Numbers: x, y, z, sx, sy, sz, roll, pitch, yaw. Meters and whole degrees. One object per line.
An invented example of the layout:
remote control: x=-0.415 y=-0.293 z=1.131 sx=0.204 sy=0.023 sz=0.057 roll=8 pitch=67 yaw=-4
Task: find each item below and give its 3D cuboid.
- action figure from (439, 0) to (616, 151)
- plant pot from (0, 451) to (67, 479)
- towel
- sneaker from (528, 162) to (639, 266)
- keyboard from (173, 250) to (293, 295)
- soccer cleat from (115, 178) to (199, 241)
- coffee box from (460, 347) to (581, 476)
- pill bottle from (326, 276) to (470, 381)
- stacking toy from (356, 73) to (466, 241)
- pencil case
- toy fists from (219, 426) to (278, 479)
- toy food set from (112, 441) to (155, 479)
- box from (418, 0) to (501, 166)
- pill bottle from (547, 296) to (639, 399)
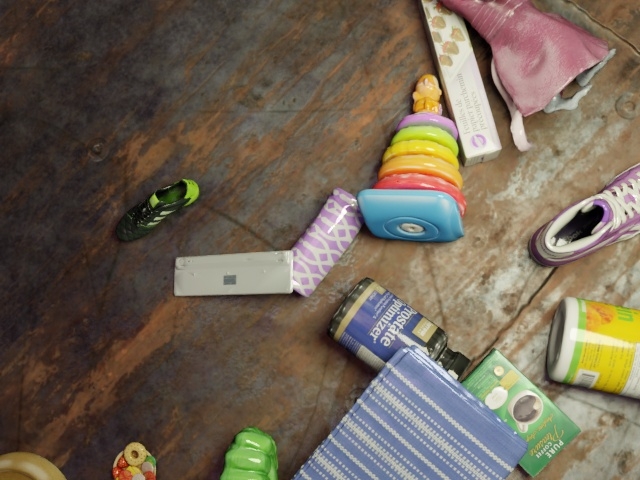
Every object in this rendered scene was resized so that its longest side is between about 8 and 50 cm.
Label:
action figure: x=0.301 y=-0.371 z=1.137 sx=0.370 sy=0.248 sz=0.275 roll=41 pitch=110 yaw=2
plant pot: x=-0.556 y=0.504 z=1.219 sx=0.236 sy=0.032 sz=0.236 roll=-1 pitch=82 yaw=9
towel: x=0.120 y=0.355 z=1.036 sx=0.243 sy=0.040 sz=0.336 roll=40 pitch=97 yaw=7
sneaker: x=0.473 y=-0.049 z=1.077 sx=0.282 sy=0.161 sz=0.102 roll=-34 pitch=77 yaw=1
keyboard: x=-0.158 y=0.060 z=1.191 sx=0.256 sy=0.014 sz=0.072 roll=-4 pitch=86 yaw=29
soccer cleat: x=-0.307 y=-0.060 z=1.243 sx=0.179 sy=0.072 sz=0.060 roll=-32 pitch=78 yaw=3
coffee box: x=0.317 y=0.280 z=1.112 sx=0.184 sy=0.040 sz=0.113 roll=43 pitch=90 yaw=13
pill bottle: x=0.129 y=0.169 z=1.116 sx=0.219 sy=0.123 sz=0.122 roll=35 pitch=88 yaw=12
stacking toy: x=0.175 y=-0.154 z=1.159 sx=0.166 sy=0.175 sz=0.301 roll=2 pitch=67 yaw=20
pencil case: x=0.000 y=0.000 z=1.183 sx=0.206 sy=0.086 sz=0.088 roll=-52 pitch=44 yaw=-3
toy fists: x=-0.116 y=0.448 z=1.103 sx=0.096 sy=0.142 sz=0.279 roll=3 pitch=82 yaw=9
toy food set: x=-0.330 y=0.408 z=1.204 sx=0.083 sy=0.020 sz=0.082 roll=-44 pitch=78 yaw=0
box: x=0.243 y=-0.295 z=1.198 sx=0.063 sy=0.067 sz=0.323 roll=-15 pitch=79 yaw=6
pill bottle: x=0.491 y=0.176 z=1.051 sx=0.246 sy=0.136 sz=0.136 roll=11 pitch=83 yaw=10
